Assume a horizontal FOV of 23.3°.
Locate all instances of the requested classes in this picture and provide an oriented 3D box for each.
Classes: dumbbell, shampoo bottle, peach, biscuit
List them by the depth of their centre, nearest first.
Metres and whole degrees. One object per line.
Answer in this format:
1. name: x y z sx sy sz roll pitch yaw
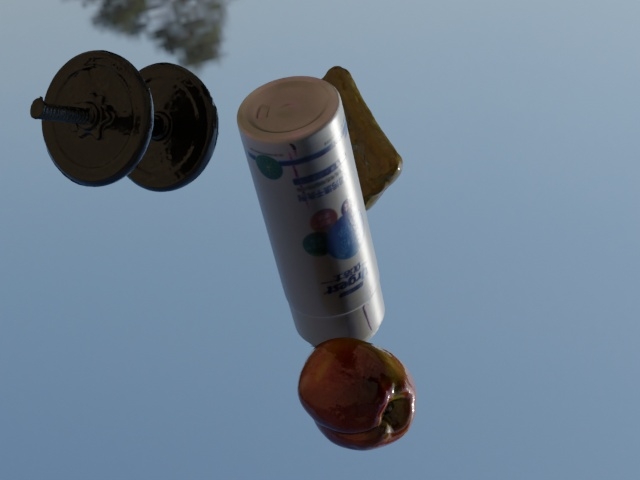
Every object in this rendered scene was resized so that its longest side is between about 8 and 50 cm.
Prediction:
1. dumbbell: -0.097 -0.060 0.793 0.069 0.069 0.147 -3 178 31
2. peach: 0.030 0.131 1.347 0.101 0.100 0.101 -13 -162 4
3. shampoo bottle: 0.000 0.000 1.384 0.092 0.303 0.092 -8 -140 7
4. biscuit: 0.011 -0.089 1.787 0.039 0.174 0.183 13 -146 -43
